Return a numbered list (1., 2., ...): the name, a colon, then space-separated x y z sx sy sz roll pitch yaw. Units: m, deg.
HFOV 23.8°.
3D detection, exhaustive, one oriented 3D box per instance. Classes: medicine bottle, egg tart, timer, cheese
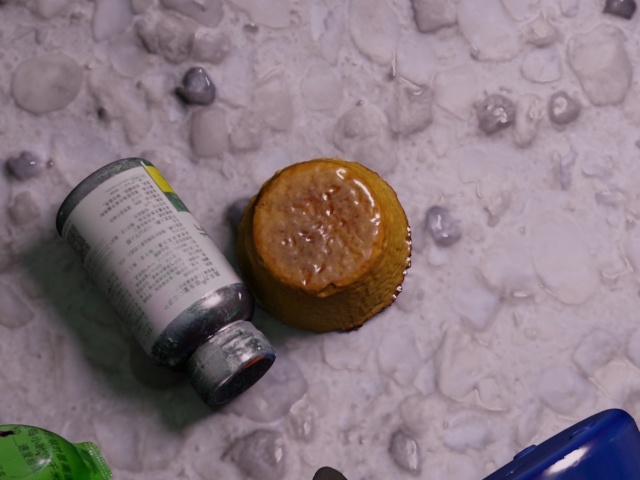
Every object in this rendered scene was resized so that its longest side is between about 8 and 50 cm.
1. medicine bottle: -0.174 0.051 1.759 0.141 0.141 0.293 -34 72 -12
2. egg tart: 0.000 0.000 1.765 0.215 0.171 0.215 -1 84 5
3. timer: 0.302 0.398 1.579 0.270 0.270 0.383 -31 82 -11
4. cheese: -0.388 0.278 1.658 0.320 0.083 0.204 -12 34 -24

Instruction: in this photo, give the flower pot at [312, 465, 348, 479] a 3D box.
1. flower pot: -0.021 0.372 1.610 0.148 0.235 0.235 -20 68 13
